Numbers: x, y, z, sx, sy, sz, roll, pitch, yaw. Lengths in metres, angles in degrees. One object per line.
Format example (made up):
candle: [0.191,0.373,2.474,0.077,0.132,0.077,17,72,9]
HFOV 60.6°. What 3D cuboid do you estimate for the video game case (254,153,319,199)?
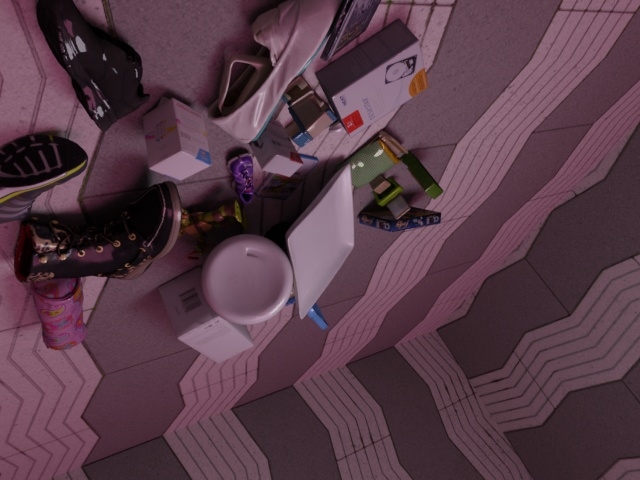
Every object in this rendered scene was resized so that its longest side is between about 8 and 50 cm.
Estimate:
video game case: [-0.094,-0.176,1.525,0.119,0.015,0.166,2,139,-49]

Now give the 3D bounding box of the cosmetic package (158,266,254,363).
cosmetic package: [-0.364,0.256,1.806,0.155,0.196,0.365,-28,152,-4]

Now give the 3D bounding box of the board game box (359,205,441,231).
board game box: [0.281,-0.079,1.930,0.244,0.165,0.042,-9,108,-36]

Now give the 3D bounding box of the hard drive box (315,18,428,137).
hard drive box: [0.128,-0.381,1.310,0.232,0.089,0.181,-32,153,5]

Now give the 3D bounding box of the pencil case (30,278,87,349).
pencil case: [-0.682,0.180,1.434,0.124,0.124,0.284,-15,151,-29]

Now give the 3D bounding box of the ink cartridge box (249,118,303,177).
ink cartridge box: [-0.114,-0.223,1.287,0.056,0.135,0.099,-41,152,27]

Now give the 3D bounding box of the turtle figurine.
turtle figurine: [-0.308,-0.040,1.458,0.218,0.087,0.269,-13,147,4]

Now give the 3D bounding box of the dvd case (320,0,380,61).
dvd case: [0.081,-0.456,1.076,0.221,0.018,0.164,-52,176,-47]

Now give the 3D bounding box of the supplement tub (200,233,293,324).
supplement tub: [-0.205,0.113,1.532,0.236,0.235,0.325,-26,178,-10]

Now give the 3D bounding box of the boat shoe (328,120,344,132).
boat shoe: [0.064,-0.316,1.428,0.100,0.035,0.035,-26,127,0]

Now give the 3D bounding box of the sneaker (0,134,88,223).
sneaker: [-0.589,-0.106,1.061,0.300,0.111,0.121,-23,164,-3]

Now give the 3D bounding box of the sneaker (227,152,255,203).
sneaker: [-0.190,-0.157,1.396,0.068,0.071,0.169,-23,152,-14]

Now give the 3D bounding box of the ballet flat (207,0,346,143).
ballet flat: [-0.104,-0.359,1.089,0.139,0.139,0.400,-1,142,-46]

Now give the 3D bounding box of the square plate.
square plate: [0.000,0.000,1.597,0.347,0.049,0.343,-52,151,-37]

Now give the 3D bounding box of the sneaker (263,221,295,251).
sneaker: [-0.059,-0.021,1.739,0.268,0.101,0.106,-27,156,-7]

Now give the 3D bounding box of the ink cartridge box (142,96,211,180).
ink cartridge box: [-0.296,-0.213,1.125,0.090,0.143,0.092,-22,159,24]

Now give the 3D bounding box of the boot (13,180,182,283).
boot: [-0.504,-0.009,1.241,0.284,0.138,0.377,-2,156,-43]

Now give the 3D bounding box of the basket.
basket: [-0.067,0.147,1.809,0.201,0.288,0.254,-25,157,0]

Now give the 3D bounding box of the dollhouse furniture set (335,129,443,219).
dollhouse furniture set: [0.214,-0.181,1.678,0.198,0.151,0.302,-39,152,17]

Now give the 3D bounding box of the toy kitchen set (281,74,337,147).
toy kitchen set: [-0.028,-0.263,1.269,0.122,0.166,0.207,-37,153,12]

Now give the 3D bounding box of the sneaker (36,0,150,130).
sneaker: [-0.374,-0.310,0.924,0.130,0.109,0.286,-31,164,-14]
